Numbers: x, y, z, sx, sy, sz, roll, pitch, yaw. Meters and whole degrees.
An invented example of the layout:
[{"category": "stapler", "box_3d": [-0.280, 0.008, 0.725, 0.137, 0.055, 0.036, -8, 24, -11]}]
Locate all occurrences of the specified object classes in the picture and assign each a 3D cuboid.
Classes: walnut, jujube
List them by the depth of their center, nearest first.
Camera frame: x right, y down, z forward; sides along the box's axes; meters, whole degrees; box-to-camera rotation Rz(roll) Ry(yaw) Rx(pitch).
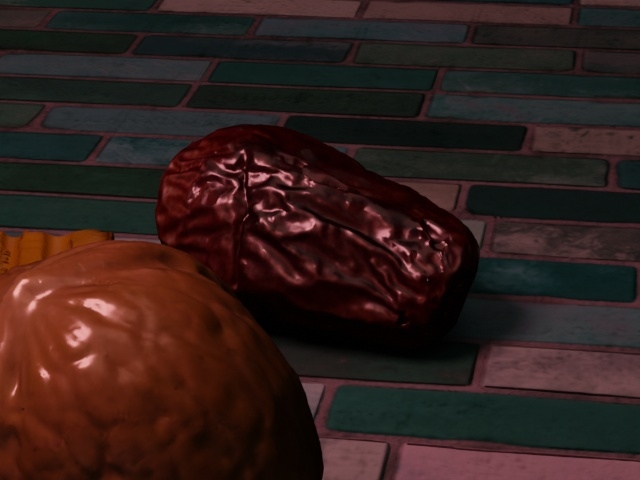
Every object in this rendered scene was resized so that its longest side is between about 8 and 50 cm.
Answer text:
[{"category": "walnut", "box_3d": [-0.154, 0.151, 1.408, 0.332, 0.333, 0.333, -1, 26, 1]}, {"category": "jujube", "box_3d": [0.000, 0.000, 1.879, 0.342, 0.216, 0.216, 18, 31, 23]}]

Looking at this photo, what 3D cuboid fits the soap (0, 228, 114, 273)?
[{"category": "soap", "box_3d": [-0.307, 0.096, 1.790, 0.204, 0.096, 0.324, -4, 26, -4]}]
